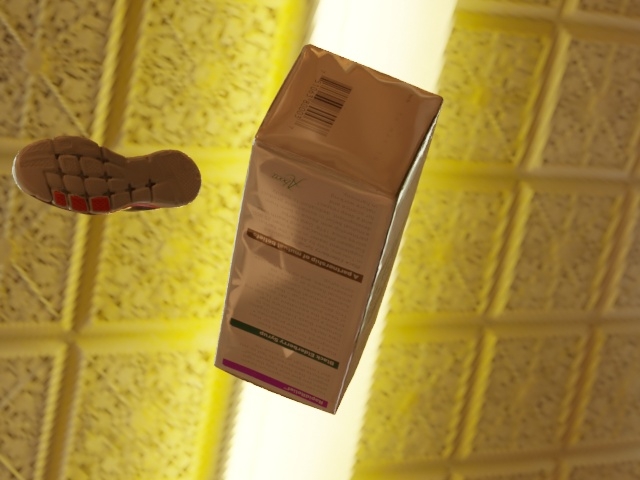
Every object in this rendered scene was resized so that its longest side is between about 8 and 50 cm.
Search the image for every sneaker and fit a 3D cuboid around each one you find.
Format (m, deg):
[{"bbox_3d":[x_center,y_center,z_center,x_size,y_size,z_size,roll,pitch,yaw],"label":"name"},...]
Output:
[{"bbox_3d":[-0.174,-0.042,1.321,0.158,0.065,0.061,6,-104,-33],"label":"sneaker"}]

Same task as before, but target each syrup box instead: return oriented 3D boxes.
[{"bbox_3d":[0.000,0.000,1.073,0.237,0.096,0.093,105,-170,-51],"label":"syrup box"}]
